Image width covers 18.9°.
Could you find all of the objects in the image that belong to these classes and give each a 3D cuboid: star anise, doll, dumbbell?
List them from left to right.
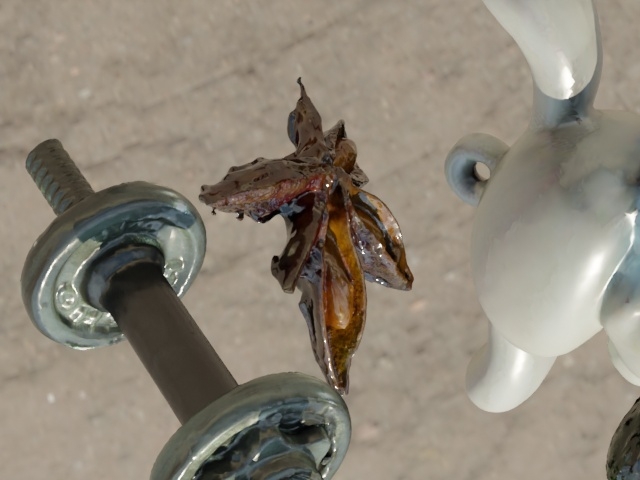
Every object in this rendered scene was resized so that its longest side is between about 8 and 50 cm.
[{"bbox_3d":[-0.053,0.045,0.725,0.081,0.254,0.081,-22,141,-20],"label":"dumbbell"},{"bbox_3d":[0.004,-0.001,1.051,0.053,0.212,0.157,-20,106,22],"label":"star anise"},{"bbox_3d":[0.245,0.006,1.260,0.187,0.365,0.376,-53,149,-25],"label":"doll"}]

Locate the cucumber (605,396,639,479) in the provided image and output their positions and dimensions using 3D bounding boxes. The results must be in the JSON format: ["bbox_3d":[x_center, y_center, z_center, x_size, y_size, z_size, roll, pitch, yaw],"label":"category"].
[{"bbox_3d":[0.248,0.060,1.044,0.245,0.067,0.067,-36,135,18],"label":"cucumber"}]
